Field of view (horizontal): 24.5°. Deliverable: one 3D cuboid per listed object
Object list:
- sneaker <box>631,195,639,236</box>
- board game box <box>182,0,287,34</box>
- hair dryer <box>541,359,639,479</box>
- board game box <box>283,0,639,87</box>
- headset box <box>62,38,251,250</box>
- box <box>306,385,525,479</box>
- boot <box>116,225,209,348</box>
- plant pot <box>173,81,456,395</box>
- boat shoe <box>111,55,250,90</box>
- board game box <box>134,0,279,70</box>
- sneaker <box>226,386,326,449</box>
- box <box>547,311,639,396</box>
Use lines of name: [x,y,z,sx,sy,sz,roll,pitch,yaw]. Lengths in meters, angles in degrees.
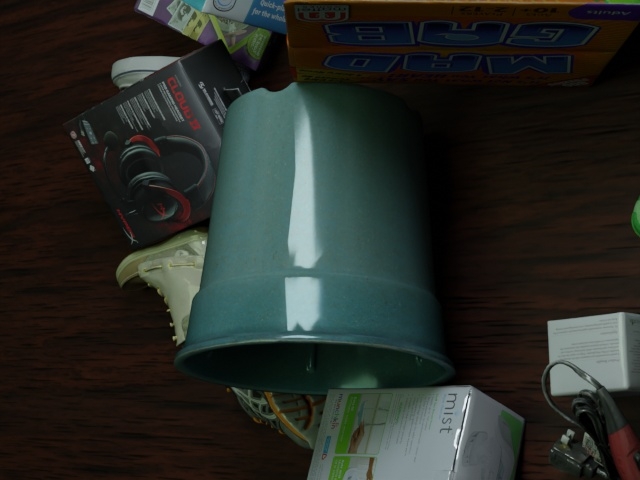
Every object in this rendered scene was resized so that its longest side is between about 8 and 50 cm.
sneaker: [0.447,-0.034,1.526,0.296,0.123,0.109,4,88,44]
board game box: [-0.025,-0.441,1.930,0.079,0.254,0.336,36,109,39]
hair dryer: [0.333,0.274,1.551,0.080,0.223,0.293,-41,59,-15]
board game box: [0.145,-0.378,1.594,0.356,0.356,0.356,1,84,1]
headset box: [-0.195,-0.137,2.094,0.293,0.110,0.218,-21,101,39]
box: [0.099,0.314,1.759,0.231,0.127,0.262,-7,61,41]
boot: [-0.216,0.086,2.172,0.213,0.077,0.165,-24,71,38]
plant pot: [0.000,0.000,1.827,0.341,0.341,0.334,-12,69,42]
boat shoe: [-0.215,-0.222,2.199,0.268,0.096,0.088,6,85,35]
board game box: [-0.107,-0.440,2.085,0.208,0.056,0.346,29,106,13]
sneaker: [-0.059,0.220,2.012,0.215,0.084,0.083,45,128,41]
box: [0.322,0.130,1.640,0.101,0.102,0.087,-11,76,42]
